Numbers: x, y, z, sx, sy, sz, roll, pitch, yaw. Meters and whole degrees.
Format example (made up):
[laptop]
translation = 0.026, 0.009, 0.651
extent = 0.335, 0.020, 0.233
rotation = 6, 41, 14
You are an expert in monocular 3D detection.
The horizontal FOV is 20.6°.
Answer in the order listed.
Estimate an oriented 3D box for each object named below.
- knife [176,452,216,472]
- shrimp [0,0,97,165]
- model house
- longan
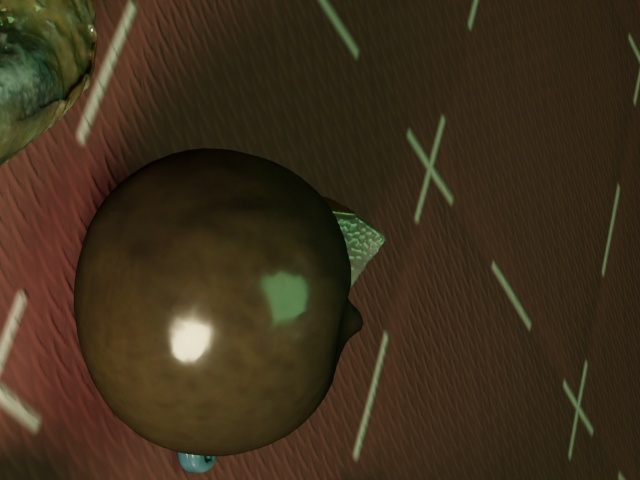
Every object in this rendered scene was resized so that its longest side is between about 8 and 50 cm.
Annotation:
[knife]
translation = -0.138, 0.125, 1.872
extent = 0.058, 0.032, 0.244
rotation = -3, 88, -60
[shrimp]
translation = -0.312, -0.149, 1.469
extent = 0.221, 0.110, 0.446
rotation = 67, 31, -26
[model house]
translation = 0.000, 0.000, 2.082
extent = 0.100, 0.088, 0.101
rotation = 34, 91, -31
[longan]
translation = -0.098, 0.063, 1.681
extent = 0.297, 0.297, 0.297
rotation = 1, 88, -62
